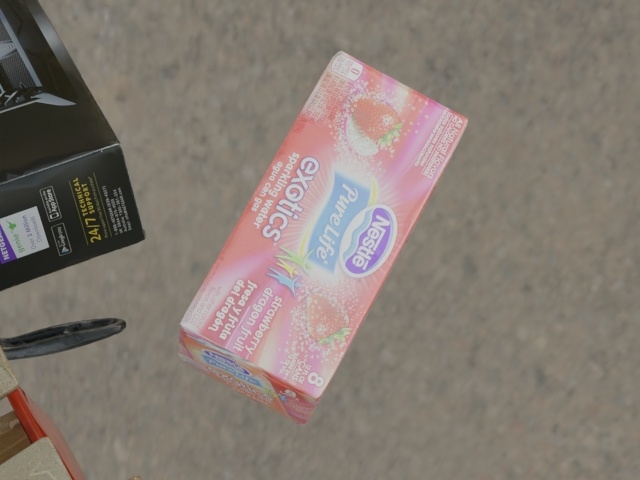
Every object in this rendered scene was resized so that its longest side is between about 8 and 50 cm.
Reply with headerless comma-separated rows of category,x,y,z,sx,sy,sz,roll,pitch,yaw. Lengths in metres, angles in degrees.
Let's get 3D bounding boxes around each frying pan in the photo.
frying pan,-0.342,0.113,1.405,0.326,0.053,0.197,-7,25,11

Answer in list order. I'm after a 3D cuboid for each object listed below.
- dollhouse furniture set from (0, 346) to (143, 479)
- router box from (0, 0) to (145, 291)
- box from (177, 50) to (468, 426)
dollhouse furniture set,-0.113,0.189,0.949,0.135,0.262,0.259,-33,61,-3
router box,-0.280,-0.069,1.129,0.243,0.081,0.309,-20,38,-12
box,0.000,0.000,1.553,0.142,0.154,0.300,28,73,3
